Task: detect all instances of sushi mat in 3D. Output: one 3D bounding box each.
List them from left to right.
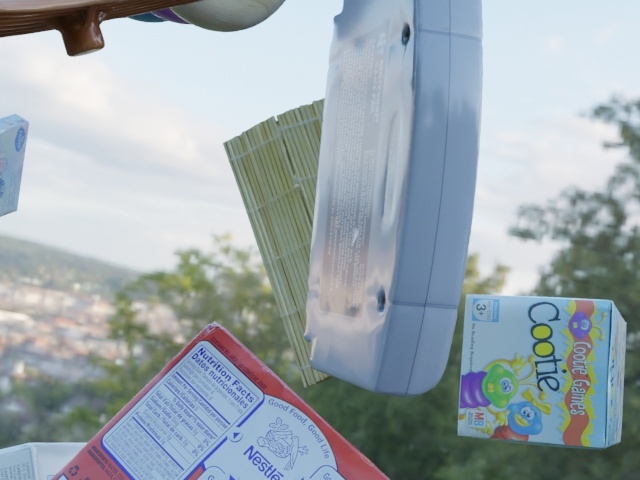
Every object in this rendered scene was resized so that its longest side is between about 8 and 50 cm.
[{"bbox_3d":[0.000,0.000,1.380,0.152,0.316,0.019,-20,-6,17],"label":"sushi mat"}]

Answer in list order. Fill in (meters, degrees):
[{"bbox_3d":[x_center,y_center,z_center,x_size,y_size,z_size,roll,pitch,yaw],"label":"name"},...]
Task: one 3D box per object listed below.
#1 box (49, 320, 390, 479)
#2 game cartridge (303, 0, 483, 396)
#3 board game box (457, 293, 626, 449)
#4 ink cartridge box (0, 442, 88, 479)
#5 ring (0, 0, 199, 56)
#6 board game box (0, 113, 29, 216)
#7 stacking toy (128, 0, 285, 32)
[{"bbox_3d":[0.008,0.172,0.499,0.257,0.128,0.122,39,-12,27],"label":"box"},{"bbox_3d":[0.048,-0.045,0.823,0.060,0.294,0.196,5,0,-14],"label":"game cartridge"},{"bbox_3d":[0.241,0.141,1.239,0.142,0.144,0.275,2,-8,17],"label":"board game box"},{"bbox_3d":[-0.224,0.358,1.207,0.066,0.296,0.261,-17,-15,19],"label":"ink cartridge box"},{"bbox_3d":[-0.046,-0.123,0.515,0.337,0.032,0.336,-14,4,1],"label":"ring"},{"bbox_3d":[-0.286,-0.053,0.978,0.020,0.090,0.090,30,32,23],"label":"board game box"},{"bbox_3d":[-0.169,-0.216,0.837,0.330,0.141,0.141,7,-5,42],"label":"stacking toy"}]
